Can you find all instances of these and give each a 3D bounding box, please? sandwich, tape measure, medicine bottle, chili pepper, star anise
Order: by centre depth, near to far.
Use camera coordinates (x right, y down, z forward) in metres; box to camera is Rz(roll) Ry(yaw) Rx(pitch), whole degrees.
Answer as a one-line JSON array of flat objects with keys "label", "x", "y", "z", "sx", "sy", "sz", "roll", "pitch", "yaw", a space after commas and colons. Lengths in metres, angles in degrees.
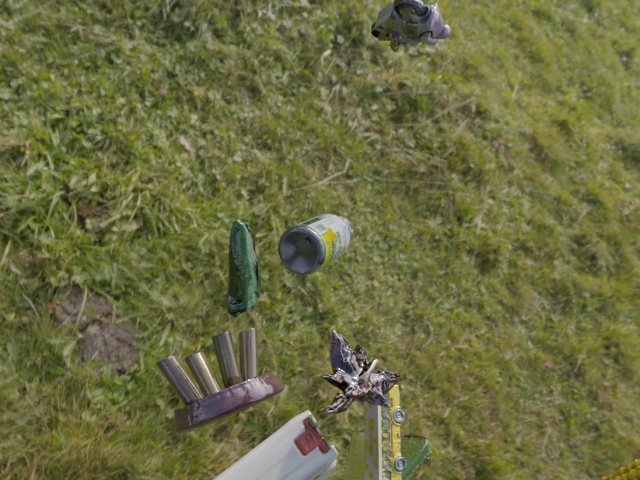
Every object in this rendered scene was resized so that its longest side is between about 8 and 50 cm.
[{"label": "star anise", "x": 0.061, "y": 0.239, "z": 1.037, "sx": 0.213, "sy": 0.053, "sz": 0.157, "roll": 6, "pitch": 50, "yaw": -39}, {"label": "tape measure", "x": -0.085, "y": 0.481, "z": 1.150, "sx": 0.258, "sy": 0.265, "sz": 0.130, "roll": -36, "pitch": 63, "yaw": -11}, {"label": "chili pepper", "x": -0.179, "y": 0.060, "z": 1.267, "sx": 0.062, "sy": 0.108, "sz": 0.216, "roll": -1, "pitch": 99, "yaw": -31}, {"label": "sandwich", "x": 0.174, "y": 0.627, "z": 1.521, "sx": 0.063, "sy": 0.245, "sz": 0.212, "roll": 38, "pitch": 56, "yaw": -37}, {"label": "medicine bottle", "x": 0.000, "y": 0.000, "z": 1.666, "sx": 0.141, "sy": 0.141, "sz": 0.293, "roll": 49, "pitch": 25, "yaw": 6}]

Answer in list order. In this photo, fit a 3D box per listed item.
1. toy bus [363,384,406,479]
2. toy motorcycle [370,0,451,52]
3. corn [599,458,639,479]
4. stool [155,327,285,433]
[{"label": "toy bus", "x": 0.145, "y": 0.441, "z": 1.290, "sx": 0.074, "sy": 0.081, "sz": 0.226, "roll": 6, "pitch": 78, "yaw": -25}, {"label": "toy motorcycle", "x": 0.202, "y": -0.463, "z": 1.233, "sx": 0.153, "sy": 0.225, "sz": 0.073, "roll": 14, "pitch": 89, "yaw": -12}, {"label": "corn", "x": 0.380, "y": 0.311, "z": 0.640, "sx": 0.131, "sy": 0.344, "sz": 0.131, "roll": 30, "pitch": 31, "yaw": -21}, {"label": "stool", "x": -0.239, "y": 0.332, "z": 1.361, "sx": 0.272, "sy": 0.272, "sz": 0.178, "roll": -16, "pitch": 76, "yaw": -31}]
